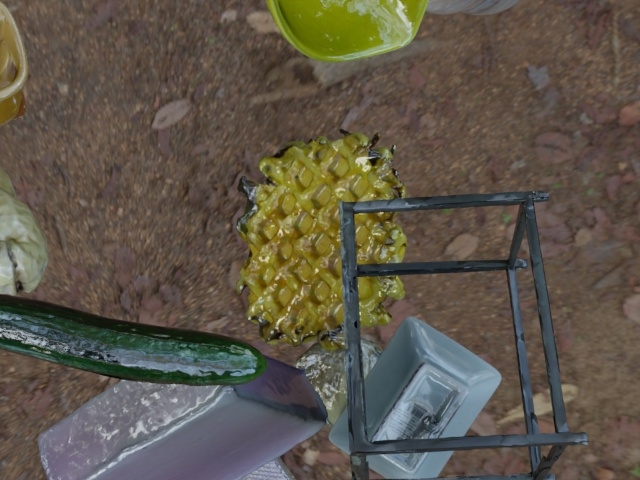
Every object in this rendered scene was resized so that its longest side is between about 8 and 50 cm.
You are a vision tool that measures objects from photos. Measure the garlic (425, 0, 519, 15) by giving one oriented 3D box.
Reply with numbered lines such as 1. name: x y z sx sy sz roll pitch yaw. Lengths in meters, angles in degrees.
1. garlic: 0.156 -0.391 1.006 0.322 0.241 0.322 -1 94 -20

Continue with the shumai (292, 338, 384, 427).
1. shumai: 0.044 0.272 1.706 0.201 0.120 0.201 -6 115 -12

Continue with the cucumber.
1. cucumber: -0.185 0.083 0.796 0.284 0.056 0.056 9 82 0

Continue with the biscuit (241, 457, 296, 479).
1. biscuit: -0.117 0.428 1.760 0.108 0.062 0.239 -31 111 0

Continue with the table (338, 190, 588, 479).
1. table: 0.168 0.134 1.264 0.272 0.222 0.335 -3 63 2

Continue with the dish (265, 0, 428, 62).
1. dish: 0.007 -0.220 0.717 0.149 0.208 0.080 -43 53 1

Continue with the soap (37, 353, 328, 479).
1. soap: -0.171 0.257 1.295 0.285 0.296 0.107 -31 63 12

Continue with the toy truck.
1. toy truck: -0.650 -0.316 1.755 0.204 0.211 0.288 -18 71 -27

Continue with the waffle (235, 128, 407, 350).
1. waffle: 0.000 0.000 1.679 0.095 0.379 0.382 10 78 -47

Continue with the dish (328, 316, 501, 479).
1. dish: 0.146 0.264 1.489 0.182 0.080 0.243 32 96 0

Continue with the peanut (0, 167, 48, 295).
1. peanut: -0.459 -0.023 1.323 0.130 0.290 0.130 -19 128 -25
